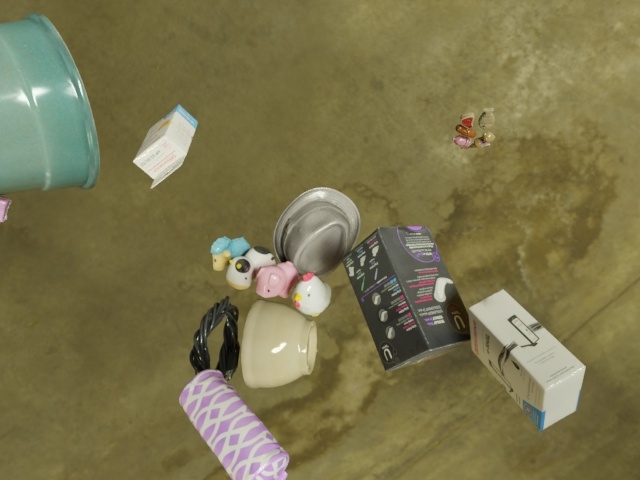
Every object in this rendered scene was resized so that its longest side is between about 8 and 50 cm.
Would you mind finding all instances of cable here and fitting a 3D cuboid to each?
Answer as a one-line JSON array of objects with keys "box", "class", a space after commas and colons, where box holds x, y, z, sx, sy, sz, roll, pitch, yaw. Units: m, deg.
[{"box": [-0.210, 0.201, 0.989, 0.047, 0.185, 0.150, 2, 166, 22], "class": "cable"}]

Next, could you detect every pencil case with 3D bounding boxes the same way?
[{"box": [-0.130, 0.287, 0.747, 0.086, 0.206, 0.088, -50, 148, 1], "class": "pencil case"}]

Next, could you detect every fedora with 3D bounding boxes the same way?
[{"box": [0.000, 0.000, 1.378, 0.243, 0.124, 0.275, 36, 101, -25], "class": "fedora"}]

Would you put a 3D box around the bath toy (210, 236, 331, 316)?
[{"box": [-0.133, 0.091, 1.302, 0.151, 0.348, 0.129, -51, 147, -28], "class": "bath toy"}]

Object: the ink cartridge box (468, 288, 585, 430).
[{"box": [0.365, 0.213, 0.895, 0.086, 0.203, 0.148, -27, 131, -8], "class": "ink cartridge box"}]

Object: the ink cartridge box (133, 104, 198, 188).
[{"box": [-0.338, -0.206, 1.068, 0.104, 0.181, 0.061, -31, 125, 23], "class": "ink cartridge box"}]

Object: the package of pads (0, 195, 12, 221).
[{"box": [-0.687, -0.074, 1.011, 0.083, 0.032, 0.050, 19, 105, -18], "class": "package of pads"}]

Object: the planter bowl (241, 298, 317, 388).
[{"box": [-0.066, 0.191, 0.899, 0.109, 0.162, 0.162, 2, 121, 10], "class": "planter bowl"}]

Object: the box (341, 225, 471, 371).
[{"box": [0.186, 0.119, 1.055, 0.165, 0.270, 0.143, -2, 152, -38], "class": "box"}]

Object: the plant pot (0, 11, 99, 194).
[{"box": [-0.634, -0.214, 0.875, 0.334, 0.341, 0.341, -24, 129, -39], "class": "plant pot"}]

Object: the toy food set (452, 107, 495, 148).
[{"box": [0.283, -0.199, 0.912, 0.078, 0.019, 0.122, -2, 158, 20], "class": "toy food set"}]
